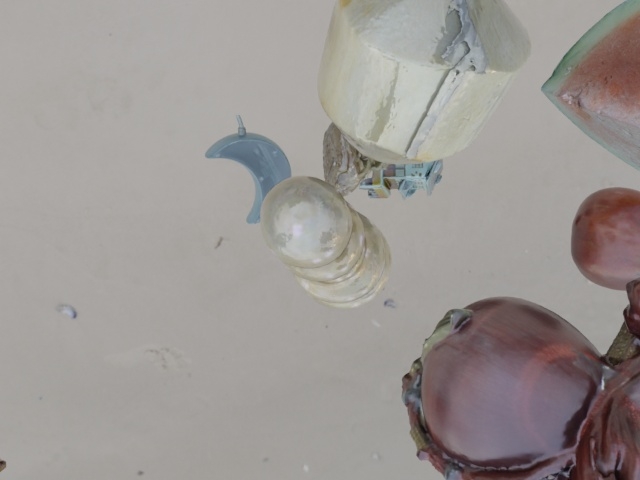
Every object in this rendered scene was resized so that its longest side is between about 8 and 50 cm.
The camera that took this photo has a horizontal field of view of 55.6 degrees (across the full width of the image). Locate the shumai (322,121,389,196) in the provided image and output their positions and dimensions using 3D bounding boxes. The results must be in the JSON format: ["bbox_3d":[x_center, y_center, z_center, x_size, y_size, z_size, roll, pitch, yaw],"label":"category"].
[{"bbox_3d":[0.080,-0.178,1.272,0.153,0.161,0.209,-12,156,-9],"label":"shumai"}]

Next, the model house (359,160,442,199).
[{"bbox_3d":[0.225,-0.215,1.661,0.216,0.224,0.198,2,84,13],"label":"model house"}]

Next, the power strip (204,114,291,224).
[{"bbox_3d":[-0.131,-0.141,1.174,0.137,0.044,0.215,-31,126,-7],"label":"power strip"}]

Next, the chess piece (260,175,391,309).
[{"bbox_3d":[0.000,0.000,0.746,0.143,0.261,0.142,-4,75,15],"label":"chess piece"}]

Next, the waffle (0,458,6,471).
[{"bbox_3d":[-0.421,0.283,0.518,0.151,0.324,0.261,21,79,12],"label":"waffle"}]

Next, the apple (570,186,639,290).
[{"bbox_3d":[0.648,0.004,1.284,0.234,0.234,0.233,1,113,3],"label":"apple"}]

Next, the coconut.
[{"bbox_3d":[0.149,-0.279,0.906,0.323,0.323,0.322,1,113,3],"label":"coconut"}]

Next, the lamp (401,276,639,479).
[{"bbox_3d":[0.184,0.119,0.502,0.223,0.215,0.151,23,160,28],"label":"lamp"}]

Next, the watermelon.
[{"bbox_3d":[0.365,-0.161,0.631,0.136,0.202,0.207,6,132,-25],"label":"watermelon"}]
